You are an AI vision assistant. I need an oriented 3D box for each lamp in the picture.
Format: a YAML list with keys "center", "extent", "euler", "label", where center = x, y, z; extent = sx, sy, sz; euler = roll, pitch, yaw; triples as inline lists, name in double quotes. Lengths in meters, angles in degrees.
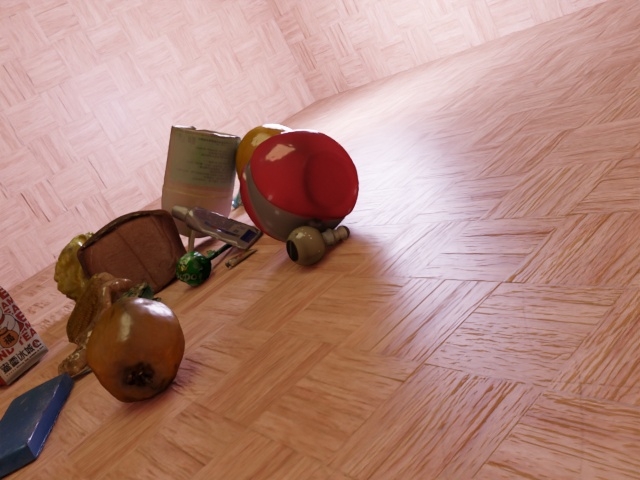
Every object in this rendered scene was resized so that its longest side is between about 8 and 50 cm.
- center: [0.000, 0.000, 1.485]
  extent: [0.163, 0.091, 0.091]
  euler: [-21, 11, -33]
  label: "lamp"

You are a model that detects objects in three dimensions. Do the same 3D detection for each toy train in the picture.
- center: [-0.501, 0.188, 1.706]
  extent: [0.125, 0.081, 0.194]
  euler: [-33, 19, 16]
  label: "toy train"

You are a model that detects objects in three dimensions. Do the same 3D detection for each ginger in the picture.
- center: [-0.557, 0.212, 1.588]
  extent: [0.089, 0.075, 0.288]
  euler: [-9, 51, 45]
  label: "ginger"

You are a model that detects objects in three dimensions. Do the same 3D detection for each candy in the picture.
- center: [-0.309, 0.040, 1.865]
  extent: [0.097, 0.097, 0.323]
  euler: [-19, 11, 27]
  label: "candy"

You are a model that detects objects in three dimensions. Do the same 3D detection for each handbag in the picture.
- center: [-0.924, 0.249, 1.786]
  extent: [0.151, 0.298, 0.171]
  euler: [-14, 22, 37]
  label: "handbag"

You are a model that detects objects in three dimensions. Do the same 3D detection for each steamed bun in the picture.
- center: [-0.560, 0.047, 1.952]
  extent: [0.301, 0.252, 0.199]
  euler: [-27, 6, -9]
  label: "steamed bun"

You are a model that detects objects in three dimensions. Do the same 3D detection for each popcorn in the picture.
- center: [-0.756, 0.080, 2.150]
  extent: [0.286, 0.225, 0.174]
  euler: [-25, 21, 14]
  label: "popcorn"

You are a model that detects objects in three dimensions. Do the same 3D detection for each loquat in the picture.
- center: [-0.356, 0.212, 1.248]
  extent: [0.234, 0.176, 0.187]
  euler: [42, 112, 53]
  label: "loquat"
- center: [-0.144, -0.232, 2.068]
  extent: [0.275, 0.275, 0.275]
  euler: [-25, 17, 8]
  label: "loquat"

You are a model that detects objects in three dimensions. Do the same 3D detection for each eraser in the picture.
- center: [-0.625, 0.389, 1.359]
  extent: [0.144, 0.043, 0.312]
  euler: [-27, 17, 1]
  label: "eraser"

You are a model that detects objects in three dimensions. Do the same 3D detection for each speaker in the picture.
- center: [-0.055, -0.126, 1.586]
  extent: [0.294, 0.294, 0.294]
  euler: [-25, 17, 8]
  label: "speaker"

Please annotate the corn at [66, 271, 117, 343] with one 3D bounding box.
- center: [-0.609, 0.186, 1.713]
  extent: [0.262, 0.097, 0.097]
  euler: [-56, 2, 30]
  label: "corn"

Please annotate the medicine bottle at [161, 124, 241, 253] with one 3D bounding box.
- center: [-0.407, -0.166, 2.147]
  extent: [0.235, 0.406, 0.236]
  euler: [9, 11, -2]
  label: "medicine bottle"

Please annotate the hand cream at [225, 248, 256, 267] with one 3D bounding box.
- center: [-0.219, 0.045, 1.776]
  extent: [0.102, 0.022, 0.035]
  euler: [-33, 12, -31]
  label: "hand cream"

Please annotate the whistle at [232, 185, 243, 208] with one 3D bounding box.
- center: [-0.260, -0.207, 2.454]
  extent: [0.186, 0.093, 0.274]
  euler: [-49, 9, 28]
  label: "whistle"

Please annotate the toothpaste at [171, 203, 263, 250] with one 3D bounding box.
- center: [-0.315, -0.046, 1.913]
  extent: [0.282, 0.068, 0.099]
  euler: [21, 67, 14]
  label: "toothpaste"

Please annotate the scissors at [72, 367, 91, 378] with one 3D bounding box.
- center: [-0.506, 0.285, 1.531]
  extent: [0.247, 0.017, 0.144]
  euler: [-22, 17, 23]
  label: "scissors"
